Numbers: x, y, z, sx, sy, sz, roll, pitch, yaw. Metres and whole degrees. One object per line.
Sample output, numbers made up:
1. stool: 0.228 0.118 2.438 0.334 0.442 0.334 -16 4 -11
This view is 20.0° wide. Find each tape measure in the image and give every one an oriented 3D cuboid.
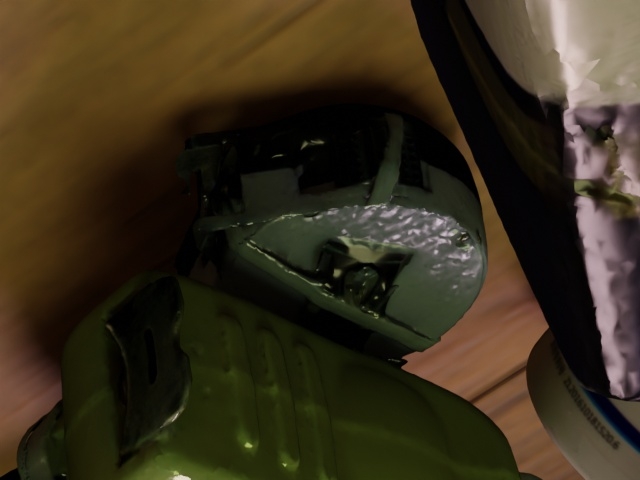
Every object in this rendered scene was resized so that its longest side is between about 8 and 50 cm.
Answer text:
1. tape measure: -0.021 0.088 0.545 0.177 0.087 0.154 25 130 -36
2. tape measure: 0.002 -0.001 0.545 0.094 0.054 0.091 -1 137 -10

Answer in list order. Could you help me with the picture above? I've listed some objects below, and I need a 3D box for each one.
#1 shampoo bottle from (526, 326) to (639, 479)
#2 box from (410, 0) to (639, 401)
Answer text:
1. shampoo bottle: 0.183 -0.038 0.530 0.092 0.092 0.303 20 125 -29
2. box: 0.044 -0.110 0.381 0.071 0.168 0.259 -18 132 -1
